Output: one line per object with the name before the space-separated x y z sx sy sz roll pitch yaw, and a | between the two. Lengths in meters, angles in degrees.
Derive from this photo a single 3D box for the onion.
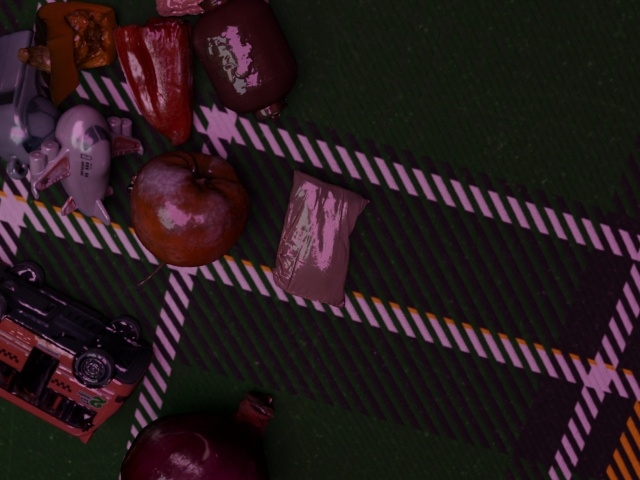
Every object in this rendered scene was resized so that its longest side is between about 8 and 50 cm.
onion | -0.227 0.474 1.488 0.348 0.348 0.385 42 65 -8

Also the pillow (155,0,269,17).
pillow | -0.216 -0.506 1.377 0.232 0.043 0.126 -2 98 4

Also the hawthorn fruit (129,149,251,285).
hawthorn fruit | -0.257 -0.060 1.401 0.235 0.263 0.231 -2 70 -9

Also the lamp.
lamp | -0.146 -0.347 1.342 0.180 0.180 0.258 -22 110 6

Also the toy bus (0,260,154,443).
toy bus | -0.584 0.226 1.470 0.427 0.203 0.233 31 106 -5

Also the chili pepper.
chili pepper | -0.321 -0.310 1.393 0.144 0.136 0.253 -12 113 -25

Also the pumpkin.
pumpkin | -0.489 -0.358 1.321 0.126 0.248 0.131 16 123 5

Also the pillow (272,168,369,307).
pillow | 0.000 0.000 1.474 0.173 0.067 0.270 12 104 -7

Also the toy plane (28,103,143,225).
toy plane | -0.457 -0.149 1.383 0.118 0.252 0.252 32 103 26

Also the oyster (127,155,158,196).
oyster | -0.350 -0.134 1.468 0.086 0.029 0.132 25 104 -4

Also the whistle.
whistle | -0.581 -0.253 1.402 0.163 0.163 0.290 1 69 1
